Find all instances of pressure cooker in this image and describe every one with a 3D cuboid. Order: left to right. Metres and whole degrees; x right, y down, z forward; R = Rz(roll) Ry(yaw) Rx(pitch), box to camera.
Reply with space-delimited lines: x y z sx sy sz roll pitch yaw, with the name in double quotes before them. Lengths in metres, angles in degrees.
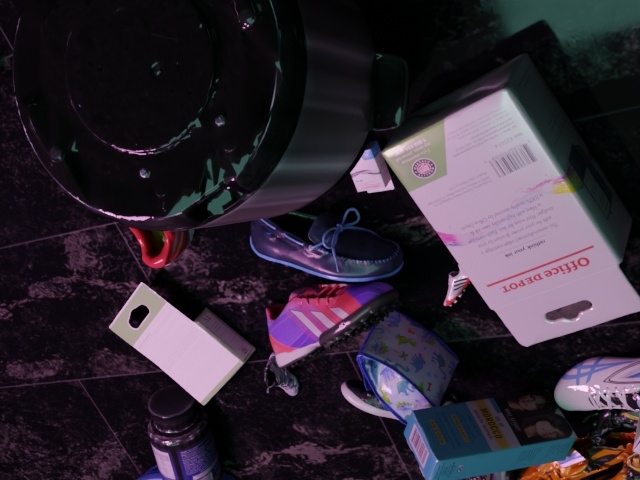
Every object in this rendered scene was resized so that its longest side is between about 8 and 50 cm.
"pressure cooker" -0.124 -0.201 1.188 0.375 0.420 0.370 -43 78 20

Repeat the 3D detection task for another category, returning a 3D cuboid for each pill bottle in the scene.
"pill bottle" -0.271 0.395 1.872 0.122 0.123 0.219 7 126 22

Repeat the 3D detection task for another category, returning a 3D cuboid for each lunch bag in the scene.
"lunch bag" 0.130 0.195 1.520 0.151 0.129 0.096 47 130 -12

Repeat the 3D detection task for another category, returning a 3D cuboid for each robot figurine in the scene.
"robot figurine" 0.469 0.372 1.507 0.211 0.085 0.291 43 131 -9

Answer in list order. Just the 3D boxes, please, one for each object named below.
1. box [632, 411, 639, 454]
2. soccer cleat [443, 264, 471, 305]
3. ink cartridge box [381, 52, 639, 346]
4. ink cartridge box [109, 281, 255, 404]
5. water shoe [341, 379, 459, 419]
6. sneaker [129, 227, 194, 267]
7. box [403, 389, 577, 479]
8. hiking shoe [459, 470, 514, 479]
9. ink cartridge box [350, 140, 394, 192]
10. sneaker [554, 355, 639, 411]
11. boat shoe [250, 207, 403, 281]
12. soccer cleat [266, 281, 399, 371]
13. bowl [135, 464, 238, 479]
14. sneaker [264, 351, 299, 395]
"box" 0.548 0.196 1.222 0.231 0.262 0.127 24 131 8
"soccer cleat" 0.207 0.067 1.456 0.035 0.029 0.083 38 129 8
"ink cartridge box" 0.273 -0.044 1.278 0.207 0.119 0.353 -25 109 37
"ink cartridge box" -0.258 0.181 1.754 0.235 0.056 0.171 41 131 -1
"water shoe" 0.138 0.262 1.618 0.203 0.073 0.080 19 108 8
"sneaker" -0.280 -0.078 1.533 0.107 0.118 0.279 0 123 26
"box" 0.261 0.300 1.461 0.244 0.100 0.060 -5 132 -21
"hiking shoe" 0.266 0.417 1.642 0.114 0.086 0.227 18 131 10
"ink cartridge box" 0.072 -0.101 1.398 0.048 0.028 0.083 -7 120 31
"sneaker" 0.451 0.218 1.405 0.237 0.086 0.085 -20 115 37
"boat shoe" 0.000 0.000 1.460 0.258 0.109 0.089 7 123 20
"soccer cleat" 0.005 0.113 1.512 0.318 0.108 0.116 -37 74 53
"bowl" -0.248 0.633 2.066 0.391 0.077 0.391 13 128 17
"sneaker" -0.077 0.256 1.707 0.038 0.069 0.098 -9 119 32
